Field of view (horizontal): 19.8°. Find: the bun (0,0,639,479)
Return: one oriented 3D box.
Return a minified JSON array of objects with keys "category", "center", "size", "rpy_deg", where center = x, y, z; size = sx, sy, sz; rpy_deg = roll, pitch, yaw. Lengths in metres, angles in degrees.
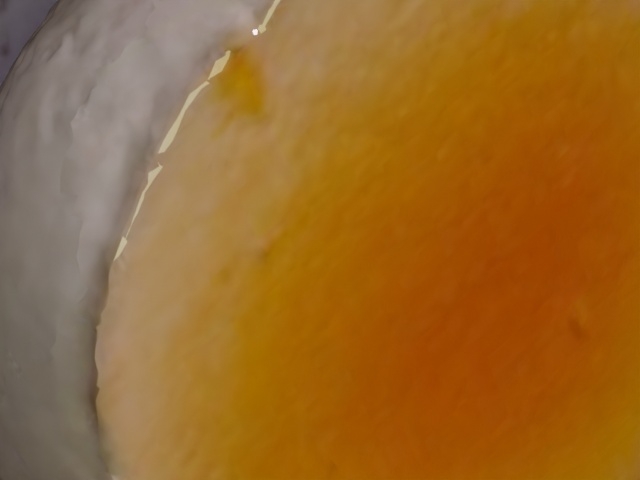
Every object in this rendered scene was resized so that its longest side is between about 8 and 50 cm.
[{"category":"bun","center":[0.000,0.000,0.642],"size":[0.299,0.165,0.299],"rpy_deg":[-13,114,-32]}]
